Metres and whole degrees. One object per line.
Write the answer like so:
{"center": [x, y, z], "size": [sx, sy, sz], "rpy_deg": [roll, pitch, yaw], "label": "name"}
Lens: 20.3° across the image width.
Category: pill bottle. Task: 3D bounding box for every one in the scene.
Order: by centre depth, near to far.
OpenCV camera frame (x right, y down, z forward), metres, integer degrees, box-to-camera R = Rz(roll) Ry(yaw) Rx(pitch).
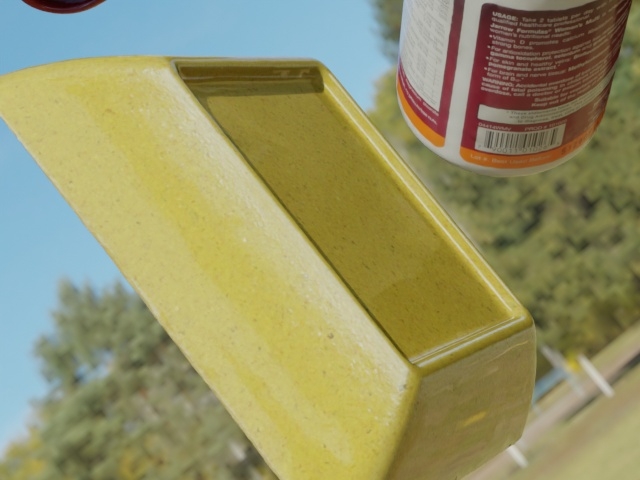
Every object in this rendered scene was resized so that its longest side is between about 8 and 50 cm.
{"center": [0.105, -0.142, 0.929], "size": [0.121, 0.121, 0.221], "rpy_deg": [-36, -26, -23], "label": "pill bottle"}

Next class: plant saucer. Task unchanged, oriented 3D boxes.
{"center": [0.000, 0.000, 1.092], "size": [0.081, 0.333, 0.333], "rpy_deg": [-42, -11, 21], "label": "plant saucer"}

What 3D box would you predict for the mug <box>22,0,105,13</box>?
{"center": [-0.188, -0.236, 1.310], "size": [0.150, 0.169, 0.113], "rpy_deg": [26, -107, -67], "label": "mug"}
